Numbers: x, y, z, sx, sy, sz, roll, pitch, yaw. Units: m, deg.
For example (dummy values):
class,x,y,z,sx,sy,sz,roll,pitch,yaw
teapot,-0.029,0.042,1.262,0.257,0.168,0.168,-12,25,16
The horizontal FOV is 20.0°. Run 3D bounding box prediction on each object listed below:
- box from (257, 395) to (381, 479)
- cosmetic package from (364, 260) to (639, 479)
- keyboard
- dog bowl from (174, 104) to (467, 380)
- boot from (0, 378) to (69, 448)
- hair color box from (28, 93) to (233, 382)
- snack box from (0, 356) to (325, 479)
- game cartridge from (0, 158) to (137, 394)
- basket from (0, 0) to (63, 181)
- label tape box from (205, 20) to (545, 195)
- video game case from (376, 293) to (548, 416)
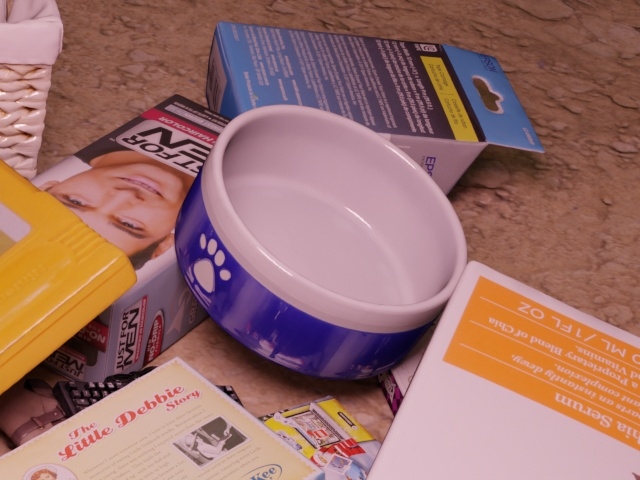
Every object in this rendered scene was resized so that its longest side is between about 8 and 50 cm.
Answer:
class,x,y,z,sx,sy,sz,roll,pitch,yaw
box,0.010,0.231,1.545,0.159,0.044,0.233,-13,39,-34
cosmetic package,0.133,0.235,1.398,0.230,0.161,0.453,24,39,4
keyboard,-0.149,0.144,1.623,0.180,0.023,0.108,6,29,-35
dog bowl,0.000,0.000,1.708,0.264,0.104,0.265,20,39,-17
boot,-0.267,0.156,1.582,0.118,0.042,0.087,-7,38,-27
hair color box,-0.177,-0.007,1.805,0.185,0.114,0.374,24,34,20
snack box,-0.174,0.226,1.435,0.322,0.060,0.187,-29,49,-34
game cartridge,-0.357,0.040,1.581,0.285,0.053,0.323,-40,44,-18
basket,-0.455,-0.181,1.849,0.331,0.266,0.328,-2,34,-20
label tape box,0.054,-0.137,2.095,0.347,0.115,0.249,6,32,-15
video game case,0.161,0.132,1.756,0.210,0.042,0.232,-2,34,-18
